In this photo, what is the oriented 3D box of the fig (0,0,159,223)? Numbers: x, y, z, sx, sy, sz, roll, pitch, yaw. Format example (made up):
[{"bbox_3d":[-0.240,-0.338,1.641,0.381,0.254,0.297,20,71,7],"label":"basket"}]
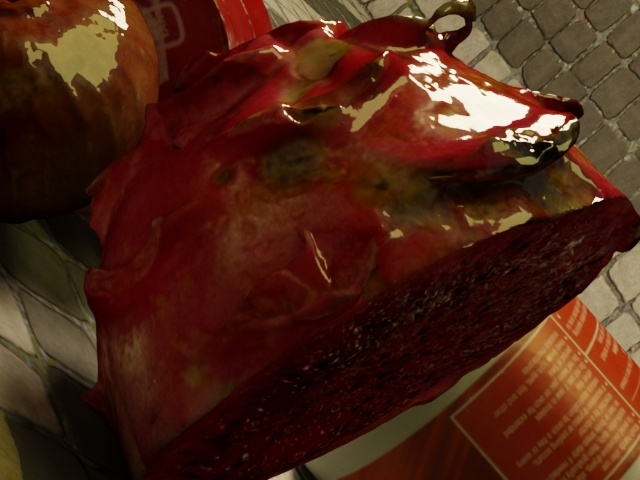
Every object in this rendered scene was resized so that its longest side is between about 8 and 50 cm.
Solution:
[{"bbox_3d":[-0.205,-0.097,1.314,0.205,0.205,0.205,46,12,-13],"label":"fig"}]

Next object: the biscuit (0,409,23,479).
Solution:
[{"bbox_3d":[-0.234,0.069,1.008,0.220,0.033,0.220,47,11,-12],"label":"biscuit"}]

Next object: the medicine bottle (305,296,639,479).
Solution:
[{"bbox_3d":[0.145,0.166,1.538,0.241,0.252,0.252,48,12,-5],"label":"medicine bottle"}]

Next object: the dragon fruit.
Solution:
[{"bbox_3d":[0.000,0.000,1.238,0.249,0.371,0.386,61,6,15],"label":"dragon fruit"}]

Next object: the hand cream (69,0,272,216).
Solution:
[{"bbox_3d":[-0.151,-0.133,1.473,0.230,0.230,0.149,51,15,6],"label":"hand cream"}]
